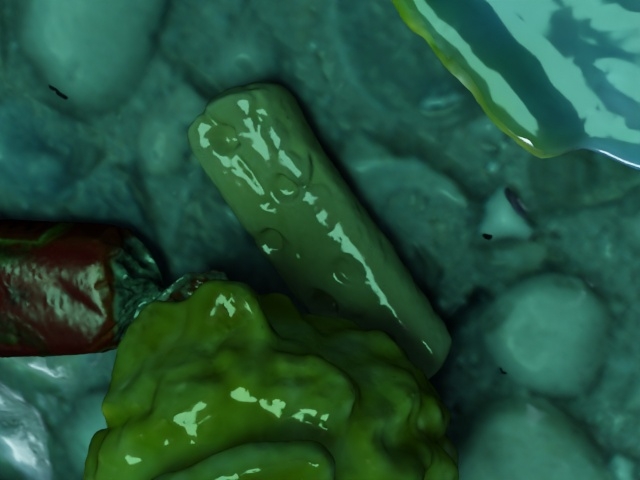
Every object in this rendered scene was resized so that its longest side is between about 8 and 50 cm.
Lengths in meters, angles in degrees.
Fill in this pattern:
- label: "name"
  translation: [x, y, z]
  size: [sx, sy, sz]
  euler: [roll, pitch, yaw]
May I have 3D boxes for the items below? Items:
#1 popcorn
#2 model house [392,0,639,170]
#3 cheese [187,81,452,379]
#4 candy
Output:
- label: "popcorn"
  translation: [-0.028, 0.139, 0.896]
  size: [0.181, 0.217, 0.235]
  euler: [5, 134, 25]
- label: "model house"
  translation: [0.161, -0.141, 0.738]
  size: [0.303, 0.237, 0.215]
  euler: [26, 118, 6]
- label: "cheese"
  translation: [0.000, 0.000, 0.957]
  size: [0.065, 0.043, 0.194]
  euler: [-30, 101, 26]
- label: "candy"
  translation: [-0.182, 0.029, 1.018]
  size: [0.292, 0.059, 0.086]
  euler: [3, 111, 15]
